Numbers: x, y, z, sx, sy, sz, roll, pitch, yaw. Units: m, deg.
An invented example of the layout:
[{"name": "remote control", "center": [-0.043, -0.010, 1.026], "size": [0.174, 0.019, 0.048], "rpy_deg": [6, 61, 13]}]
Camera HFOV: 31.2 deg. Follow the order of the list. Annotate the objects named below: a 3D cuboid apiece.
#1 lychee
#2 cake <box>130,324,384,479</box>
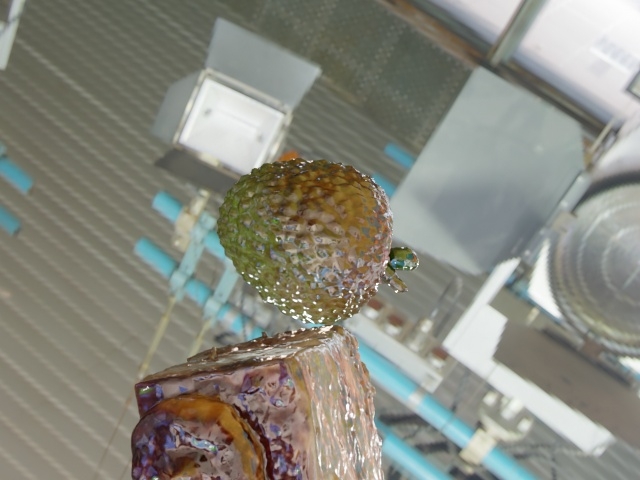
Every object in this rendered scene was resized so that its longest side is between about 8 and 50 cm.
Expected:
[{"name": "lychee", "center": [0.000, 0.000, 0.796], "size": [0.146, 0.114, 0.114], "rpy_deg": [23, -143, -10]}, {"name": "cake", "center": [-0.062, 0.196, 1.142], "size": [0.293, 0.198, 0.196], "rpy_deg": [0, -99, -77]}]
